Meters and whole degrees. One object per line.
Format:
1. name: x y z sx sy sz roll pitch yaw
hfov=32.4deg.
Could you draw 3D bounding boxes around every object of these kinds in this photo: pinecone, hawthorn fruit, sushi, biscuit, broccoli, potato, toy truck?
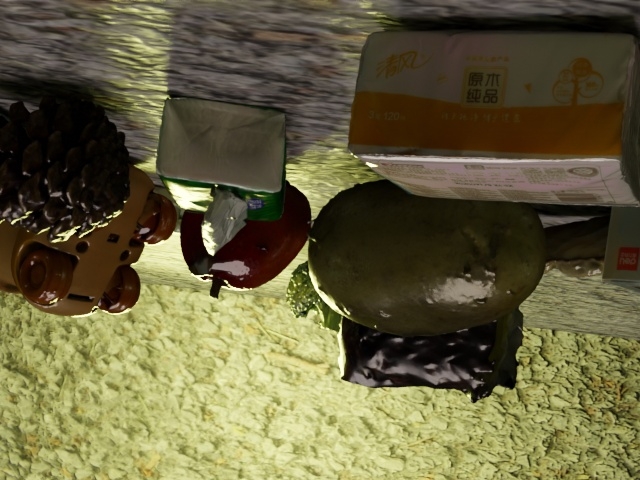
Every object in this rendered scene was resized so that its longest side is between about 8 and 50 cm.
1. pinecone: -0.334 -0.087 1.340 0.205 0.179 0.184 3 150 22
2. hawthorn fruit: -0.112 -0.010 1.577 0.185 0.202 0.185 22 163 7
3. sushi: 0.200 0.125 1.950 0.294 0.299 0.281 7 -160 24
4. biscuit: 0.340 0.020 1.602 0.299 0.045 0.154 -12 -159 36
5. broccoli: 0.032 0.110 2.388 0.198 0.176 0.226 0 -161 -36
6. potato: 0.156 0.021 1.488 0.270 0.219 0.359 13 169 -41
7. toy truck: -0.382 -0.006 1.715 0.212 0.288 0.204 32 -169 36

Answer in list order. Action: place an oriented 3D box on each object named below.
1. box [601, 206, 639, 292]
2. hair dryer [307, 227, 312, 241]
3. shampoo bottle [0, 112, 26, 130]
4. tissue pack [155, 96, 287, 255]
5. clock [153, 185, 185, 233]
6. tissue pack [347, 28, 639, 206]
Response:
1. box: 0.483 0.013 1.455 0.269 0.135 0.079 16 172 -41
2. hair dryer: 0.000 0.000 2.125 0.100 0.057 0.198 0 160 40
3. shampoo bottle: -0.428 -0.138 1.519 0.056 0.056 0.195 6 173 14
4. tissue pack: -0.118 -0.071 1.355 0.148 0.156 0.209 5 171 -1
5. clock: -0.311 -0.058 1.929 0.191 0.062 0.151 15 169 -38
6. tissue pack: 0.163 -0.105 0.960 0.225 0.124 0.185 4 170 22
